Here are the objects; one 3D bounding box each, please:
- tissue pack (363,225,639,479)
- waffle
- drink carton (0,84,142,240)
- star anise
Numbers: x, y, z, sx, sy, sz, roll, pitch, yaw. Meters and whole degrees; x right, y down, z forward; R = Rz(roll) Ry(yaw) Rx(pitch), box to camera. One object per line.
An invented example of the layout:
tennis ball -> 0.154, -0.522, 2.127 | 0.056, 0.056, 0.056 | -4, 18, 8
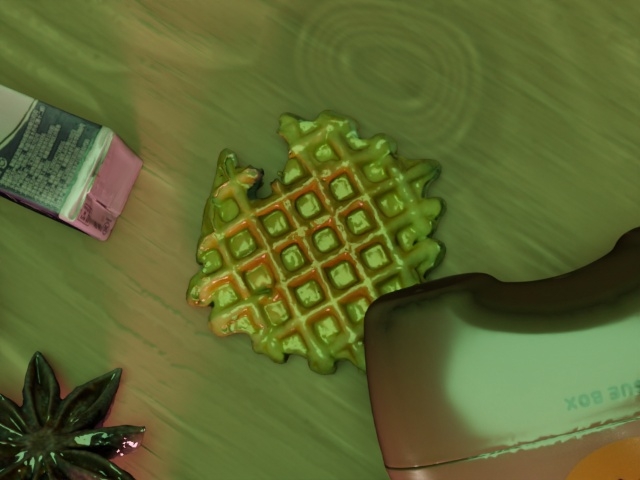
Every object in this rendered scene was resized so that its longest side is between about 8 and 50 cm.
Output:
tissue pack -> 0.242, 0.138, 1.059 | 0.387, 0.267, 0.277 | -14, 92, 3
waffle -> 0.000, 0.000, 1.200 | 0.250, 0.056, 0.261 | 15, 82, 5
drink carton -> -0.307, -0.093, 1.190 | 0.222, 0.134, 0.102 | 24, 86, 7
star anise -> -0.282, 0.200, 1.159 | 0.262, 0.081, 0.230 | 27, 60, 19
